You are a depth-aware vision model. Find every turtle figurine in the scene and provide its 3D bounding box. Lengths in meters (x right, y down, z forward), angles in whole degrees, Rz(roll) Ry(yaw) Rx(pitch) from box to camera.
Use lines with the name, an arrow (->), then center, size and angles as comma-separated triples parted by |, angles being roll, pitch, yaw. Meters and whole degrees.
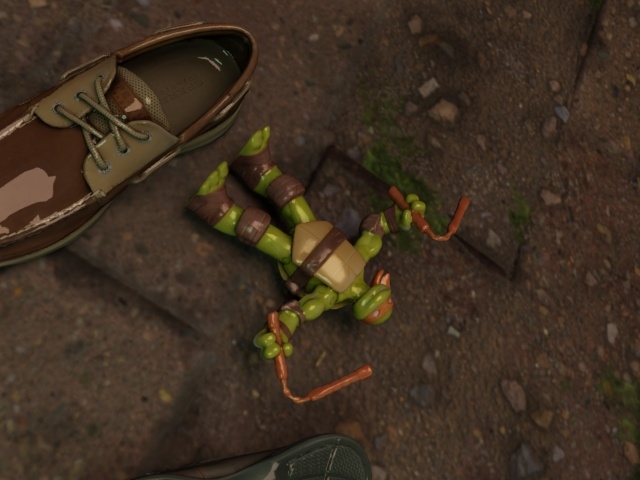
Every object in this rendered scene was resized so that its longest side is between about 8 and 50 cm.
turtle figurine -> 0.000, 0.000, 0.812 | 0.217, 0.087, 0.269 | 44, 64, 0

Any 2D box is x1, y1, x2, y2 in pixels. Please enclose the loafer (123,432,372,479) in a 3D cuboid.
loafer -> -0.089, 0.213, 0.688 | 0.268, 0.084, 0.096 | -9, 87, -29

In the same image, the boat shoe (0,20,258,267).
boat shoe -> -0.175, -0.096, 0.727 | 0.123, 0.116, 0.324 | 50, 55, -4
